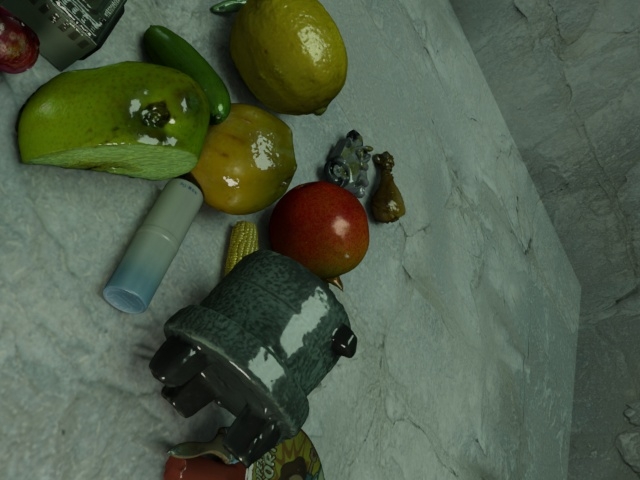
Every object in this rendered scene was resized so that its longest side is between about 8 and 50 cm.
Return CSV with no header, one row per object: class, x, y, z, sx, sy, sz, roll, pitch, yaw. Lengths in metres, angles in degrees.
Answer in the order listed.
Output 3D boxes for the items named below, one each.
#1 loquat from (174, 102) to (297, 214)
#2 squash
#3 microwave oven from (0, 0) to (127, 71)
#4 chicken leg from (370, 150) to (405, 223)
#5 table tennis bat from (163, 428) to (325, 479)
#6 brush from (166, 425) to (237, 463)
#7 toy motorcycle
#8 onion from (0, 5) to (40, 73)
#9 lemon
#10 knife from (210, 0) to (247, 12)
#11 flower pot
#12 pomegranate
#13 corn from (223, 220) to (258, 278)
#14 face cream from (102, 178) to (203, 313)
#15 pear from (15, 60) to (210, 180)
loquat,-0.173,-0.153,1.156,0.246,0.213,0.213,-7,80,-11
squash,-0.241,-0.304,1.109,0.082,0.082,0.292,11,33,-51
microwave oven,-0.403,-0.411,0.986,0.163,0.129,0.204,42,48,-36
chicken leg,0.190,-0.154,1.734,0.107,0.087,0.251,46,37,-50
table tennis bat,-0.119,0.453,1.120,0.415,0.051,0.268,37,47,-44
brush,-0.179,0.345,1.014,0.196,0.021,0.070,17,51,-53
toy motorcycle,0.084,-0.189,1.609,0.152,0.073,0.225,58,40,-24
onion,-0.485,-0.268,0.849,0.150,0.150,0.140,32,83,-43
lemon,-0.072,-0.422,1.340,0.319,0.245,0.245,60,37,-8
knife,-0.128,-0.561,1.420,0.293,0.020,0.043,-27,105,-31
flower pot,-0.109,0.205,1.007,0.283,0.299,0.299,-46,116,-30
pomegranate,0.000,0.000,1.310,0.221,0.221,0.256,-21,111,-54
corn,-0.157,0.057,1.200,0.067,0.067,0.206,32,51,-44
face cream,-0.281,0.005,1.038,0.077,0.077,0.250,49,42,-31
pear,-0.298,-0.197,0.954,0.292,0.293,0.159,3,84,-53
